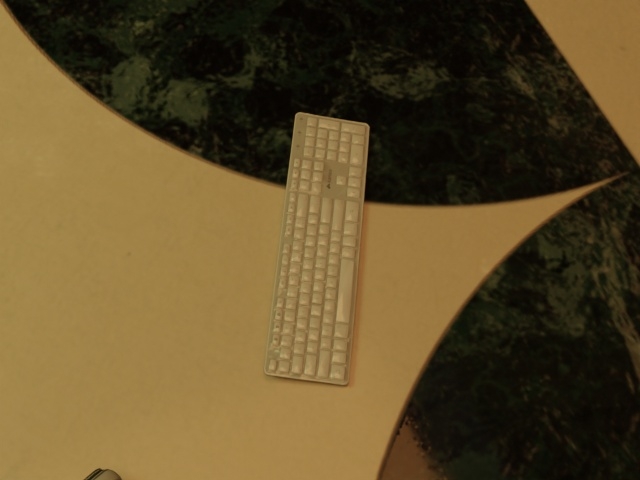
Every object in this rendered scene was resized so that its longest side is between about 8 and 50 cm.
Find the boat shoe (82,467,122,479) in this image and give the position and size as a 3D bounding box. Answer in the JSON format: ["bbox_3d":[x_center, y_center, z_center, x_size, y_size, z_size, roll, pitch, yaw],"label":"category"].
[{"bbox_3d":[-0.211,0.217,0.623,0.040,0.049,0.142,42,72,15],"label":"boat shoe"}]

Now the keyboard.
[{"bbox_3d":[0.000,0.000,0.752,0.072,0.014,0.256,6,66,-1],"label":"keyboard"}]
